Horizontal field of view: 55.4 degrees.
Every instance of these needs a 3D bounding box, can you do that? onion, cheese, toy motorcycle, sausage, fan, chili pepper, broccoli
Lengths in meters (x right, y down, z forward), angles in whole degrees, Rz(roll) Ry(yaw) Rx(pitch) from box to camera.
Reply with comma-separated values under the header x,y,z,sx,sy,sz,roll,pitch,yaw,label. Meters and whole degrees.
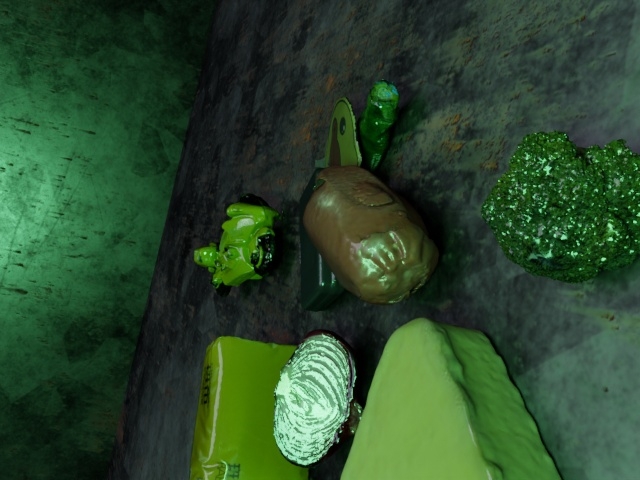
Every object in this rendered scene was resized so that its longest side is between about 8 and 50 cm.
x,y,z,sx,sy,sz,roll,pitch,yaw,label
0.007,0.249,0.951,0.098,0.151,0.206,56,-124,-78,onion
0.113,0.319,0.674,0.384,0.104,0.384,-40,43,53,cheese
-0.188,0.010,1.431,0.342,0.142,0.206,-29,51,56,toy motorcycle
0.065,-0.013,0.883,0.152,0.152,0.280,-68,29,18,sausage
0.026,-0.142,1.130,0.335,0.011,0.230,-157,66,-77,fan
0.085,-0.172,1.024,0.224,0.060,0.098,104,161,-54,chili pepper
0.235,-0.031,0.574,0.138,0.145,0.162,-53,-9,-30,broccoli

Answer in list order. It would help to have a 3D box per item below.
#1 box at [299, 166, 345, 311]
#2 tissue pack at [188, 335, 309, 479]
x,y,z,sx,sy,sz,roll,pitch,yaw,label
0.000,0.000,1.087,0.160,0.050,0.230,125,145,-66,box
-0.116,0.316,1.062,0.134,0.192,0.271,-35,48,57,tissue pack
